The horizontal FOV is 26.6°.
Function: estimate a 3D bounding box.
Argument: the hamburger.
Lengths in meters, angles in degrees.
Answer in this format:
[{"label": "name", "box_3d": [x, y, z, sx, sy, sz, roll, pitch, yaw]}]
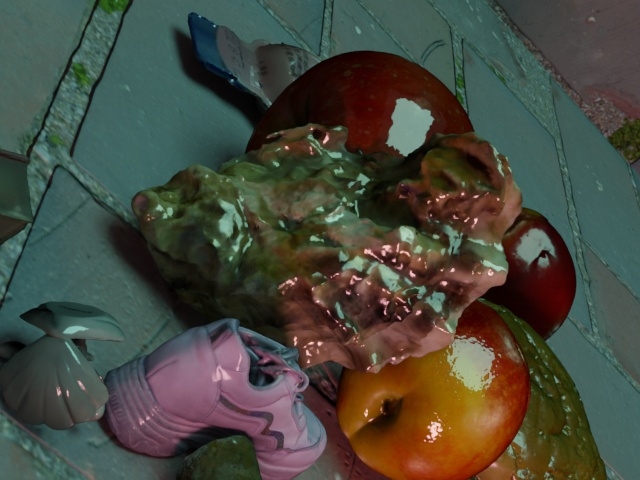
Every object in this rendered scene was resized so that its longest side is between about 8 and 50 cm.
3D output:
[{"label": "hamburger", "box_3d": [0.211, 0.200, 1.543, 0.265, 0.134, 0.285, 30, 31, -46]}]

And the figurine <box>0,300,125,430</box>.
[{"label": "figurine", "box_3d": [-0.197, 0.093, 1.012, 0.094, 0.086, 0.082, 11, 9, 4]}]

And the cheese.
[{"label": "cheese", "box_3d": [-0.051, -0.189, 1.651, 0.286, 0.074, 0.189, 25, 36, -42]}]

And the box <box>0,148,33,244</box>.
[{"label": "box", "box_3d": [-0.271, -0.036, 1.063, 0.085, 0.060, 0.063, 17, 48, -56]}]

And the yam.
[{"label": "yam", "box_3d": [-0.070, 0.238, 1.047, 0.078, 0.078, 0.179, 32, 32, -41]}]

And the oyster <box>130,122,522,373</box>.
[{"label": "oyster", "box_3d": [0.000, 0.000, 1.242, 0.115, 0.351, 0.237, 119, -19, -84]}]

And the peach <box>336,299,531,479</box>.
[{"label": "peach", "box_3d": [0.116, 0.151, 1.357, 0.192, 0.190, 0.190, -8, 63, -43]}]

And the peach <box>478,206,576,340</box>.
[{"label": "peach", "box_3d": [0.242, 0.055, 1.749, 0.197, 0.197, 0.197, 42, 27, -27]}]

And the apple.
[{"label": "apple", "box_3d": [0.041, -0.068, 1.445, 0.216, 0.260, 0.260, 29, 33, -29]}]

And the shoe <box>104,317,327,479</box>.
[{"label": "shoe", "box_3d": [-0.057, 0.131, 1.136, 0.245, 0.138, 0.095, 25, 41, -48]}]
